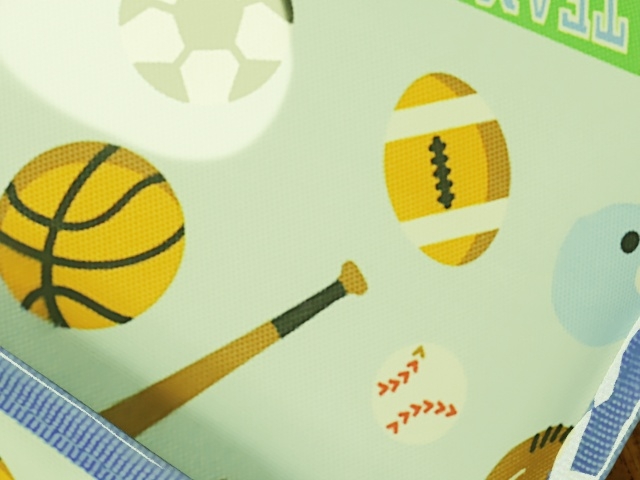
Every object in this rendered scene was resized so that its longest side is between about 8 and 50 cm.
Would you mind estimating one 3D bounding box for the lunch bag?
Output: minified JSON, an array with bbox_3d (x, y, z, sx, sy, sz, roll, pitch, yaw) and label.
[{"bbox_3d":[-0.076,0.011,0.537,0.328,0.239,0.385,36,84,-10],"label":"lunch bag"}]
